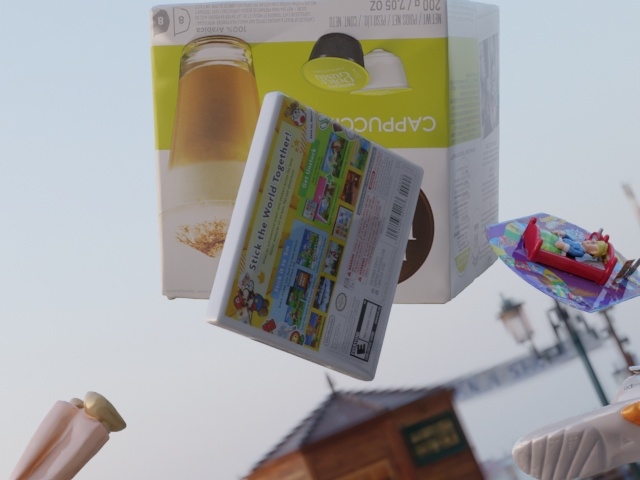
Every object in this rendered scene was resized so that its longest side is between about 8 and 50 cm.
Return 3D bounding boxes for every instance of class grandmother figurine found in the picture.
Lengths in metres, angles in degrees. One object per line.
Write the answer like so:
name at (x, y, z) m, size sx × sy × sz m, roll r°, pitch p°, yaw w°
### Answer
grandmother figurine at (-0.410, 0.358, 1.872) m, size 0.342 × 0.104 × 0.208 m, roll -51°, pitch 5°, yaw -31°

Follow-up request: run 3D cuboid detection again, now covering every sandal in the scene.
sandal at (0.310, 0.162, 1.352) m, size 0.265 × 0.076 × 0.102 m, roll -16°, pitch -48°, yaw 21°

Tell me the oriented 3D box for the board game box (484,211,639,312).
board game box at (0.233, 0.006, 1.281) m, size 0.168 × 0.133 × 0.033 m, roll -12°, pitch -46°, yaw -48°

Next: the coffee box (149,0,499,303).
coffee box at (0.021, -0.113, 1.645) m, size 0.337 × 0.335 × 0.338 m, roll 1°, pitch 8°, yaw 16°

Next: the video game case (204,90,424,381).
video game case at (0.000, 0.000, 1.336) m, size 0.206 × 0.227 × 0.026 m, roll 24°, pitch -16°, yaw -39°
